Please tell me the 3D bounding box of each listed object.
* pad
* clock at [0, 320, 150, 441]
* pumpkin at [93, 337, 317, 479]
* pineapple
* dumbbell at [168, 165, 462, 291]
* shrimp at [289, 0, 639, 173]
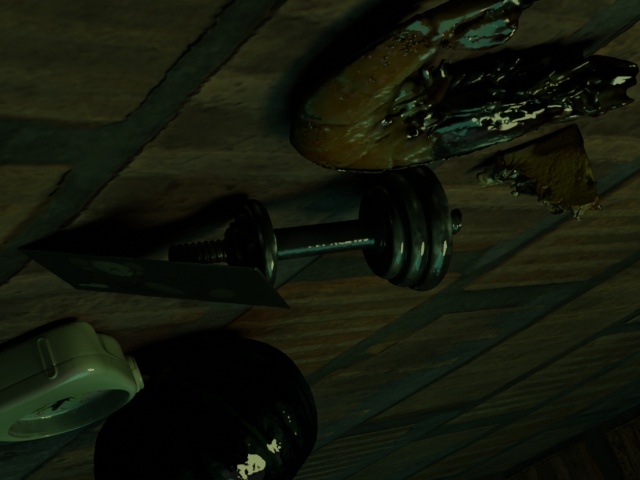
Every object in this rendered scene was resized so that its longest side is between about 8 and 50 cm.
[{"bbox_3d":[-0.126,0.031,1.007,0.190,0.004,0.127,4,165,12],"label":"pad"},{"bbox_3d":[-0.249,0.140,1.224,0.151,0.062,0.191,-25,162,8],"label":"clock"},{"bbox_3d":[-0.104,0.236,1.341,0.248,0.248,0.248,-19,161,-7],"label":"pumpkin"},{"bbox_3d":[0.200,-0.066,1.161,0.114,0.114,0.077,-2,121,-7],"label":"pineapple"},{"bbox_3d":[0.000,0.000,1.052,0.254,0.110,0.110,-8,158,-20],"label":"dumbbell"},{"bbox_3d":[0.122,-0.120,0.909,0.290,0.054,0.222,-10,159,-19],"label":"shrimp"}]
